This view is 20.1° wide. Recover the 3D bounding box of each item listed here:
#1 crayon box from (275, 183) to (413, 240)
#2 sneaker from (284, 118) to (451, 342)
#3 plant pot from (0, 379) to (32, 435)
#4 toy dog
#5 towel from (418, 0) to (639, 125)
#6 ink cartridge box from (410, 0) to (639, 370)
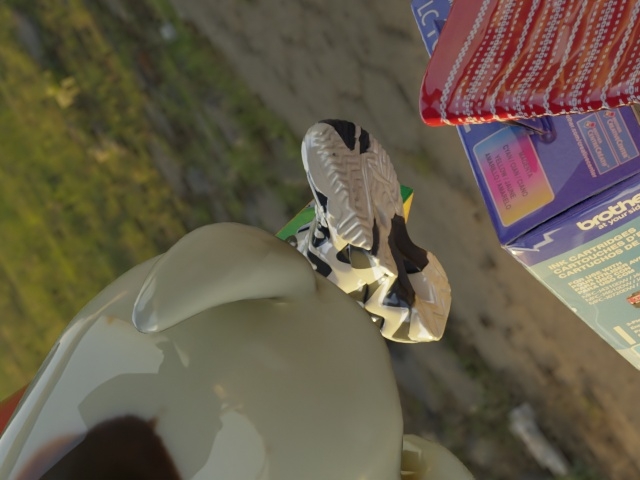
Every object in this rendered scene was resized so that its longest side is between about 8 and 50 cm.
[{"bbox_3d":[0.001,0.051,1.826,0.081,0.278,0.165,20,116,13],"label":"crayon box"},{"bbox_3d":[0.000,0.000,1.530,0.153,0.094,0.235,-7,139,29],"label":"sneaker"},{"bbox_3d":[-0.149,0.198,1.411,0.275,0.243,0.275,22,136,24],"label":"plant pot"},{"bbox_3d":[-0.109,0.220,0.934,0.284,0.408,0.395,34,152,10],"label":"toy dog"},{"bbox_3d":[0.171,-0.174,1.209,0.031,0.199,0.275,26,167,-26],"label":"towel"},{"bbox_3d":[0.228,-0.082,1.559,0.395,0.151,0.270,40,-153,-53],"label":"ink cartridge box"}]
